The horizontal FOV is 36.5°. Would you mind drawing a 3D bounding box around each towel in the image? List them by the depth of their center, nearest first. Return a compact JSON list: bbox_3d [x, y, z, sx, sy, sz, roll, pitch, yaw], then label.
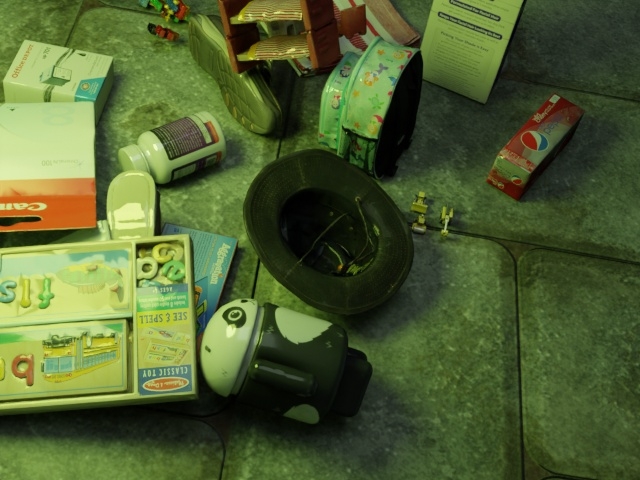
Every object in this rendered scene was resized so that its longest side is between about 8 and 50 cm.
[{"bbox_3d":[0.044,-0.501,2.273,0.329,0.037,0.237,-20,57,-24],"label":"towel"}]

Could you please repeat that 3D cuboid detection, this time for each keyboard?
[{"bbox_3d":[-0.477,0.043,1.677,0.256,0.014,0.072,-24,63,8],"label":"keyboard"}]

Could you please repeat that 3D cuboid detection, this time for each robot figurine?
[{"bbox_3d":[-0.059,0.196,1.589,0.278,0.209,0.174,18,58,-8],"label":"robot figurine"}]

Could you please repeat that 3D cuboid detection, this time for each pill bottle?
[{"bbox_3d":[-0.291,-0.175,1.901,0.193,0.108,0.108,-25,60,-27],"label":"pill bottle"}]

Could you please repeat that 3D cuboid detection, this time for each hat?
[{"bbox_3d":[0.000,0.000,1.799,0.331,0.134,0.331,8,65,-18],"label":"hat"}]

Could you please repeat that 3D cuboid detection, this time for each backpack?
[{"bbox_3d":[0.109,-0.284,1.969,0.191,0.253,0.225,25,52,10],"label":"backpack"}]

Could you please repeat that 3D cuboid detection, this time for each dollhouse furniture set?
[{"bbox_3d":[-0.028,-0.465,1.998,0.201,0.152,0.374,2,24,26],"label":"dollhouse furniture set"}]

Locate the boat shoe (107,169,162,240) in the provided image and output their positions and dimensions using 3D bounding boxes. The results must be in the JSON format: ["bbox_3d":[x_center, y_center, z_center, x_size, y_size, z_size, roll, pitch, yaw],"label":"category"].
[{"bbox_3d":[-0.334,0.037,1.697,0.116,0.097,0.324,-1,62,4],"label":"boat shoe"}]

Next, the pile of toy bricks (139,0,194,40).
[{"bbox_3d":[-0.327,-0.519,2.192,0.105,0.118,0.212,14,26,-36],"label":"pile of toy bricks"}]

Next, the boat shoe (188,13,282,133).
[{"bbox_3d":[-0.160,-0.373,2.072,0.130,0.132,0.355,-20,59,-24],"label":"boat shoe"}]

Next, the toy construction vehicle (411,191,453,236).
[{"bbox_3d":[0.224,-0.054,1.946,0.086,0.035,0.098,16,51,2],"label":"toy construction vehicle"}]

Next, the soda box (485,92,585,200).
[{"bbox_3d":[0.461,-0.202,2.072,0.083,0.092,0.263,35,53,16],"label":"soda box"}]

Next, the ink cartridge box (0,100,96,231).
[{"bbox_3d":[-0.563,-0.142,1.756,0.308,0.091,0.385,-2,29,-13],"label":"ink cartridge box"}]

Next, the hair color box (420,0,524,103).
[{"bbox_3d":[0.335,-0.482,2.114,0.185,0.339,0.110,24,52,9],"label":"hair color box"}]

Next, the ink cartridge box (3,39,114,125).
[{"bbox_3d":[-0.535,-0.324,1.995,0.190,0.082,0.140,12,50,-3],"label":"ink cartridge box"}]

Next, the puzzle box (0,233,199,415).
[{"bbox_3d":[-0.405,0.138,1.568,0.408,0.052,0.272,-5,71,-1],"label":"puzzle box"}]

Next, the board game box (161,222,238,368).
[{"bbox_3d":[-0.250,0.093,1.745,0.145,0.027,0.281,12,50,3],"label":"board game box"}]
